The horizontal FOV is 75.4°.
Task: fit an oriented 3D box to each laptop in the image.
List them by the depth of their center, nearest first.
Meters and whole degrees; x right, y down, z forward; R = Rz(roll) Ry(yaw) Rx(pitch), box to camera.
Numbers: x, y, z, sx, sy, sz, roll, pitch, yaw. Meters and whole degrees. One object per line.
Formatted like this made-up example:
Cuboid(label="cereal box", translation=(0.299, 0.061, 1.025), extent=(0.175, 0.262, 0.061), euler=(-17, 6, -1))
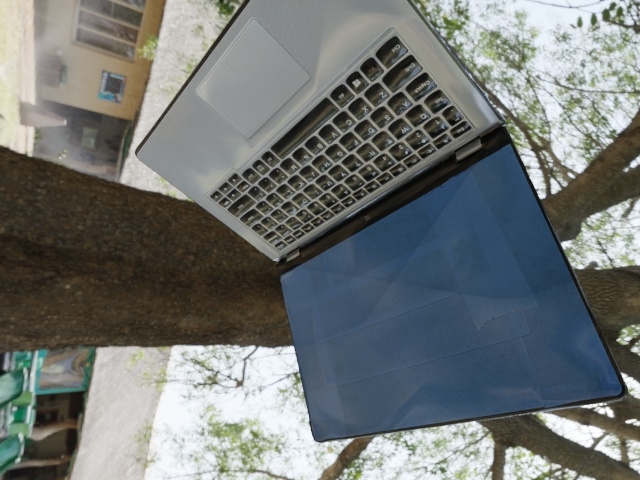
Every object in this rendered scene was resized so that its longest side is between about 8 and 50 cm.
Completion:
Cuboid(label="laptop", translation=(0.000, 0.000, 0.443), extent=(0.381, 0.407, 0.237), euler=(-31, -150, 38))
